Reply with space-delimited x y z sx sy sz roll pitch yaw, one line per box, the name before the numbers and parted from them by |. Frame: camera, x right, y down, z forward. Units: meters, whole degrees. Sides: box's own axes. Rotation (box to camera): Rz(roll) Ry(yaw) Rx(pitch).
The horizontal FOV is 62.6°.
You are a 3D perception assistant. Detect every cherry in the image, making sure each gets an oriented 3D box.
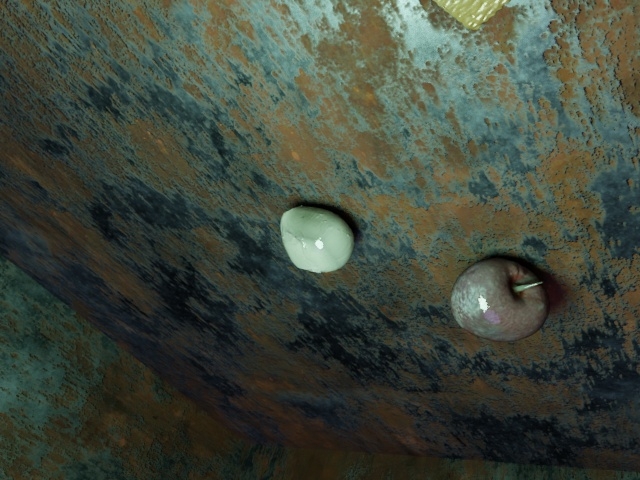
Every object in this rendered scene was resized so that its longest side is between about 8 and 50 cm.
cherry | 0.452 0.154 1.339 0.236 0.213 0.285 39 148 -7

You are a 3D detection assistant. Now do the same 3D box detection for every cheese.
cheese | 0.000 0.000 1.417 0.189 0.154 0.198 20 150 36

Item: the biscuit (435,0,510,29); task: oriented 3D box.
biscuit | 0.282 -0.461 0.833 0.160 0.030 0.249 27 143 -23
